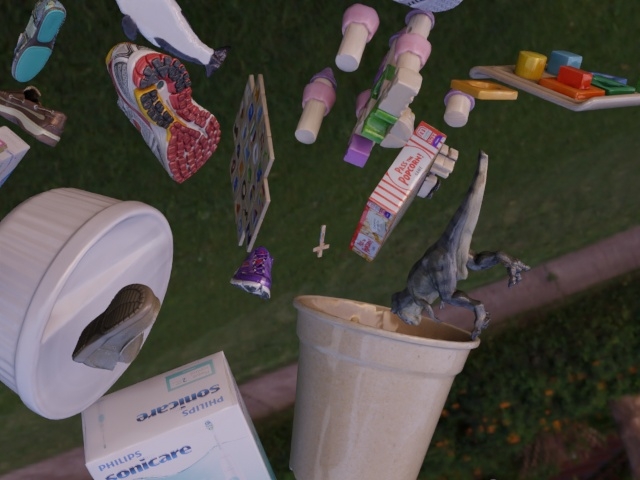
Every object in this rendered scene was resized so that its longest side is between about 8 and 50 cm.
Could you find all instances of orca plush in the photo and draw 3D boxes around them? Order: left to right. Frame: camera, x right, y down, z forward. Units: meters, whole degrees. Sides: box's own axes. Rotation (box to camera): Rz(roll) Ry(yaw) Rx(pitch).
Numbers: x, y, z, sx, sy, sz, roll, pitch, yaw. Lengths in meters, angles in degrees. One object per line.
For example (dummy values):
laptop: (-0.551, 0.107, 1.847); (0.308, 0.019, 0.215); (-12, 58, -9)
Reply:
orca plush: (-0.318, -0.471, 1.955); (0.287, 0.102, 0.151); (26, 103, -13)

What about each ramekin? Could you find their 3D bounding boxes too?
ramekin: (-0.300, 0.062, 1.097); (0.127, 0.273, 0.273); (25, 161, 16)

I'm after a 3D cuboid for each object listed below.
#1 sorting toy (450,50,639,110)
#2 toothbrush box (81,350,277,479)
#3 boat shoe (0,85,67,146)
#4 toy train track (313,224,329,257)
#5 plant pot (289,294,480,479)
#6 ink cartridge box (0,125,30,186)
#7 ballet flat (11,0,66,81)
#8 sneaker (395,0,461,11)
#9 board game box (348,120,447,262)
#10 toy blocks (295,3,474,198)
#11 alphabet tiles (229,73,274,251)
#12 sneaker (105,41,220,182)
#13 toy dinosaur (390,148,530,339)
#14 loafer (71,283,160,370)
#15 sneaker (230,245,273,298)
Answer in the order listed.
sorting toy: (0.324, -0.217, 1.224); (0.347, 0.196, 0.047); (-11, 118, -40)
toothbrush box: (-0.186, 0.335, 1.330); (0.216, 0.126, 0.296); (-21, 125, -5)
boat shoe: (-0.680, -0.312, 2.140); (0.095, 0.257, 0.095); (-59, 161, 2)
toy train track: (0.000, 0.000, 2.224); (0.048, 0.014, 0.083); (-13, 122, -37)
plant pot: (0.084, 0.282, 1.627); (0.333, 0.306, 0.334); (12, -177, -1)
ink cartridge box: (-0.476, -0.104, 1.307); (0.088, 0.052, 0.122); (-48, -175, 18)
ballet flat: (-0.536, -0.385, 1.754); (0.070, 0.070, 0.188); (11, 133, -43)
sneaker: (0.117, -0.559, 1.571); (0.365, 0.210, 0.137); (31, 149, -19)
board game box: (0.110, -0.066, 1.349); (0.045, 0.147, 0.193); (33, 158, 6)
toy blocks: (0.147, -0.299, 1.757); (0.308, 0.260, 0.288); (24, 144, -9)
alphabet tiles: (-0.145, -0.162, 1.916); (0.011, 0.343, 0.285); (3, 143, -18)
sneaker: (-0.190, -0.158, 1.131); (0.088, 0.092, 0.225); (-45, 150, -19)
toy dinosaur: (0.164, 0.035, 1.068); (0.064, 0.118, 0.268); (-31, 154, -48)
loafer: (-0.195, 0.088, 0.922); (0.050, 0.056, 0.148); (30, 141, -25)
sneaker: (-0.108, 0.046, 1.524); (0.068, 0.071, 0.170); (23, -172, -12)
